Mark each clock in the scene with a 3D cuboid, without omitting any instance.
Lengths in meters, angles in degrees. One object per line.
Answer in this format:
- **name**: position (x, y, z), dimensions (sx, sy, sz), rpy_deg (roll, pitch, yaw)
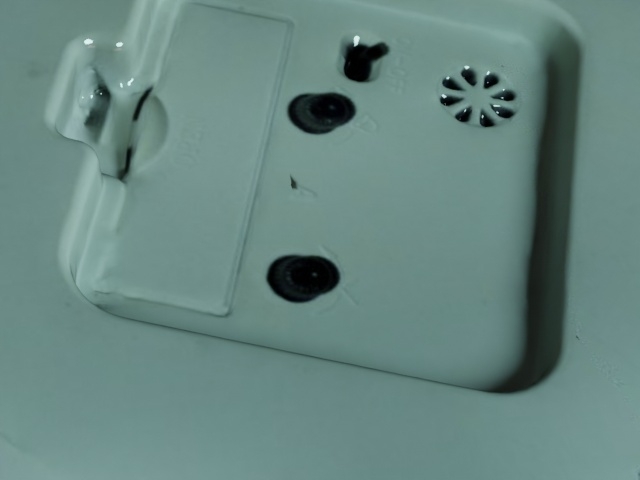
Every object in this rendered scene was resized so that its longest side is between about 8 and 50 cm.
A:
- **clock**: position (0.000, 0.000, 0.386), dimensions (0.230, 0.230, 0.083), rpy_deg (-18, 146, -21)
